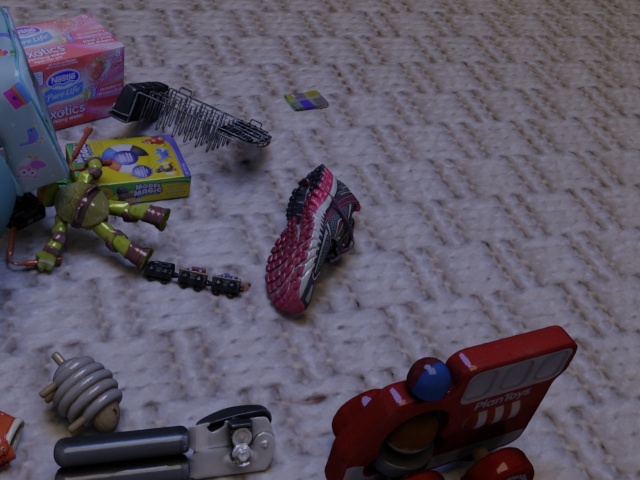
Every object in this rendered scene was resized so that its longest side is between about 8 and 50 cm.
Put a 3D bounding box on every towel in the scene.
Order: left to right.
[{"bbox_3d":[-0.029,-0.298,1.794,0.083,0.009,0.060,-12,47,-27],"label":"towel"}]

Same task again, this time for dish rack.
[{"bbox_3d":[-0.226,-0.217,1.552,0.271,0.074,0.208,24,15,2],"label":"dish rack"}]

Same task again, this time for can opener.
[{"bbox_3d":[-0.192,0.267,1.071,0.280,0.074,0.093,-4,9,-21],"label":"can opener"}]

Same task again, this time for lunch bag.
[{"bbox_3d":[-0.470,-0.205,1.264,0.108,0.224,0.279,-20,44,-13],"label":"lunch bag"}]

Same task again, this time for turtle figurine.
[{"bbox_3d":[-0.351,-0.056,1.327,0.217,0.087,0.269,22,61,-2],"label":"turtle figurine"}]

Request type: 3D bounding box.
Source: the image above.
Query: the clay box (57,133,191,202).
[{"bbox_3d":[-0.350,-0.121,1.470,0.222,0.053,0.127,-8,45,-25],"label":"clay box"}]

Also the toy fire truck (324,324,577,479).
[{"bbox_3d":[0.157,0.220,1.063,0.302,0.254,0.169,-8,45,-24],"label":"toy fire truck"}]

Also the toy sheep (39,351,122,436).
[{"bbox_3d":[-0.308,0.196,1.095,0.132,0.091,0.091,47,48,9],"label":"toy sheep"}]

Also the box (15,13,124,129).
[{"bbox_3d":[-0.524,-0.297,1.547,0.300,0.154,0.142,-24,53,-34],"label":"box"}]

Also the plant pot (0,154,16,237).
[{"bbox_3d":[-0.557,-0.056,1.123,0.293,0.293,0.235,31,54,20],"label":"plant pot"}]

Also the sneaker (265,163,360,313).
[{"bbox_3d":[0.000,0.000,1.387,0.112,0.121,0.299,37,45,-19],"label":"sneaker"}]

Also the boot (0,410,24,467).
[{"bbox_3d":[-0.414,0.263,1.011,0.085,0.059,0.158,17,39,-4],"label":"boot"}]

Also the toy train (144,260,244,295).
[{"bbox_3d":[-0.197,0.058,1.329,0.158,0.027,0.036,12,30,-1],"label":"toy train"}]

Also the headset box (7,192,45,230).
[{"bbox_3d":[-0.498,-0.057,1.372,0.083,0.032,0.062,35,45,21],"label":"headset box"}]
